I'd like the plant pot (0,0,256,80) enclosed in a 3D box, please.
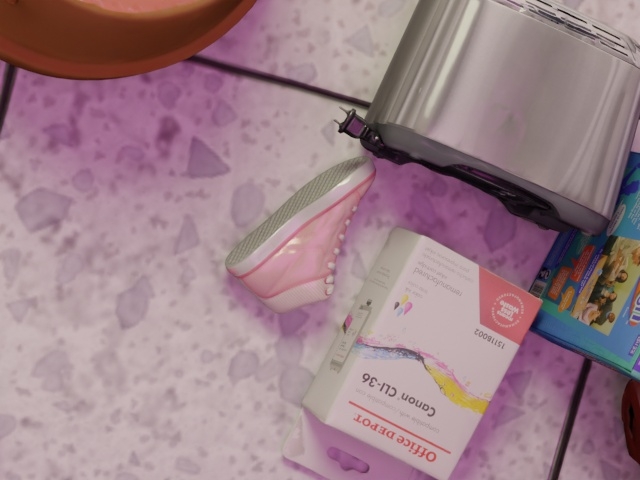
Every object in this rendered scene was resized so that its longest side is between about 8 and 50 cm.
[{"bbox_3d":[-0.140,-0.246,1.225,0.291,0.203,0.291,-2,98,-15],"label":"plant pot"}]

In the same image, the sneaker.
[{"bbox_3d":[0.000,0.000,1.380,0.134,0.051,0.070,-41,108,-4],"label":"sneaker"}]

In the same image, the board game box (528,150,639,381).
[{"bbox_3d":[0.235,0.017,1.368,0.047,0.210,0.160,28,90,-18],"label":"board game box"}]

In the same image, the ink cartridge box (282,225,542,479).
[{"bbox_3d":[0.067,0.104,1.404,0.115,0.067,0.198,28,89,-19],"label":"ink cartridge box"}]

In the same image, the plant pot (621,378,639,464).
[{"bbox_3d":[0.389,0.160,1.421,0.265,0.272,0.272,-17,102,-6],"label":"plant pot"}]

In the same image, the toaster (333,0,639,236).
[{"bbox_3d":[0.132,-0.105,1.367,0.227,0.129,0.146,22,87,-13],"label":"toaster"}]
